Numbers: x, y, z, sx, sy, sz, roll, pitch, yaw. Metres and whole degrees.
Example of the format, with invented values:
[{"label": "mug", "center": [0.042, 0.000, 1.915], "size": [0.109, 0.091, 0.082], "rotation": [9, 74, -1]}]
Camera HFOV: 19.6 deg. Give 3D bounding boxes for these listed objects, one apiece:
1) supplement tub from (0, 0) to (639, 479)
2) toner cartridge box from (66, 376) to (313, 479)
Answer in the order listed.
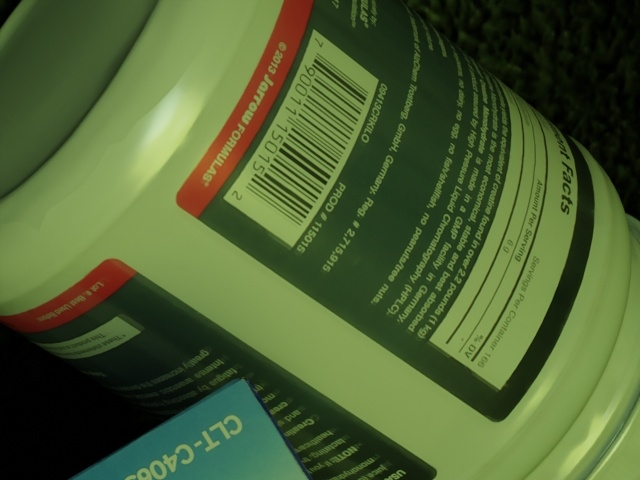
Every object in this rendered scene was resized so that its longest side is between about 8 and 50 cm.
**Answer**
[{"label": "supplement tub", "center": [0.000, 0.000, 0.739], "size": [0.272, 0.191, 0.191], "rotation": [36, 91, -28]}, {"label": "toner cartridge box", "center": [-0.074, 0.164, 0.698], "size": [0.165, 0.348, 0.075], "rotation": [-32, 74, -10]}]
